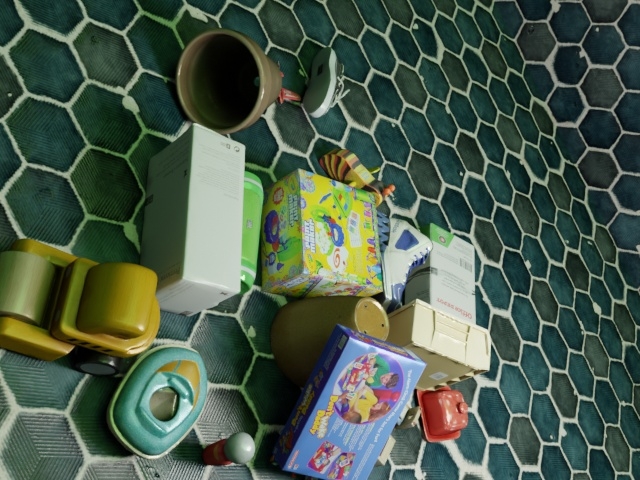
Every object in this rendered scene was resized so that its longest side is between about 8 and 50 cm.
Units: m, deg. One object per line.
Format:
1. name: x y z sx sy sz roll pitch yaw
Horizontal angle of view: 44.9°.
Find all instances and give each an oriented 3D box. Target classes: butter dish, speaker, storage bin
1. butter dish: 0.374 0.493 2.241 0.159 0.118 0.160 6 68 -41
2. speaker: -0.212 -0.022 1.917 0.131 0.131 0.297 24 57 -34
3. storage bin: 0.286 0.297 2.111 0.260 0.262 0.123 24 57 -21

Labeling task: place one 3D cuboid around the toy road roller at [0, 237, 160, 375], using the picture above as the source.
1. toy road roller: -0.468 0.120 1.523 0.329 0.240 0.203 26 55 -33

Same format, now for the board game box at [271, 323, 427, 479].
1. board game box: 0.068 0.395 1.818 0.233 0.078 0.347 23 97 -28

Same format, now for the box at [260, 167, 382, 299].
1. box: 0.000 0.000 2.071 0.279 0.177 0.290 16 61 -38

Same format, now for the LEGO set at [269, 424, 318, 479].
1. LEGO set: -0.024 0.520 1.920 0.182 0.060 0.244 52 42 5

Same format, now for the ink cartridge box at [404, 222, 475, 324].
1. ink cartridge box: 0.371 0.124 2.405 0.211 0.121 0.289 27 55 -33

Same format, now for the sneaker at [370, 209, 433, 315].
1. sneaker: 0.232 0.055 2.173 0.182 0.127 0.316 6 58 -13

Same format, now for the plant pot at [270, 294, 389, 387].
1. plant pot: 0.044 0.235 1.949 0.237 0.254 0.237 20 60 -37

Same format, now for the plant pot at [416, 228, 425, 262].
1. plant pot: 0.239 0.026 2.344 0.109 0.096 0.109 11 63 -40

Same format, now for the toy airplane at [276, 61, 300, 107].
1. toy airplane: -0.126 -0.456 2.270 0.151 0.028 0.151 21 57 -37

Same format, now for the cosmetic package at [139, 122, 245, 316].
1. cosmetic package: -0.296 -0.040 1.784 0.156 0.217 0.385 21 56 -35

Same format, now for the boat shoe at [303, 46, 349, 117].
1. boat shoe: 0.023 -0.464 2.359 0.105 0.113 0.306 41 32 -31

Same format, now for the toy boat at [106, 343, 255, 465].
1. toy boat: -0.282 0.370 1.652 0.318 0.148 0.268 46 46 -17

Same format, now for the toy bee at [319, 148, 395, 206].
1. toy bee: 0.138 -0.159 2.289 0.298 0.162 0.195 42 46 -21

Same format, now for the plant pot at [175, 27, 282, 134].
1. plant pot: -0.212 -0.416 2.038 0.263 0.263 0.229 65 26 1

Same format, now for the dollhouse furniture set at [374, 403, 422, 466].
1. dollhouse furniture set: 0.156 0.477 2.033 0.129 0.129 0.184 49 45 -15
